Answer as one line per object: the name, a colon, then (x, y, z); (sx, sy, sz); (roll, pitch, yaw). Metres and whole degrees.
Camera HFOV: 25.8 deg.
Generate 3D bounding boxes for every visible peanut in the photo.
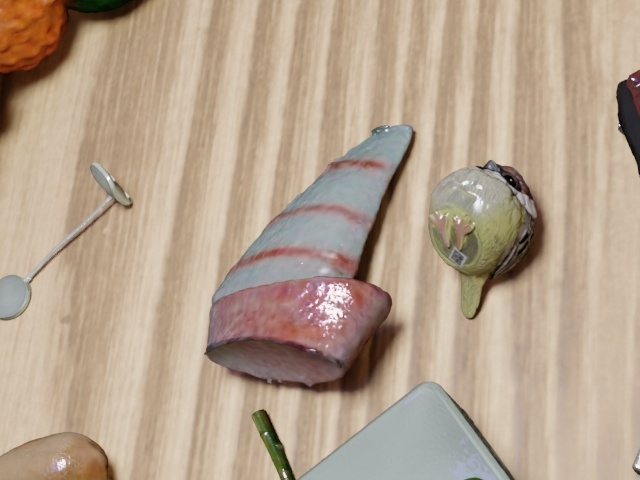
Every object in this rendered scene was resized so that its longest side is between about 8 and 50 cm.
peanut: (-0.266, 0.225, 1.329); (0.152, 0.076, 0.076); (-11, 61, 25)

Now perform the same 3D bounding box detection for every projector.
projector: (0.095, 0.269, 1.119); (0.192, 0.099, 0.256); (-38, 56, 2)

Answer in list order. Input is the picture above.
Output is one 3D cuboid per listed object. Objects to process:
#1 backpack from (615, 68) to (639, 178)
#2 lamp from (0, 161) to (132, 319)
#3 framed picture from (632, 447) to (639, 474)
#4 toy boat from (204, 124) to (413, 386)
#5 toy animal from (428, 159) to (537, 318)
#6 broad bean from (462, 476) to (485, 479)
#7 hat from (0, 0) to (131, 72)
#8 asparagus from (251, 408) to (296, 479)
backpack: (0.337, -0.112, 1.192); (0.165, 0.106, 0.120); (-28, 52, 15)
lamp: (-0.283, 0.003, 1.468); (0.198, 0.056, 0.050); (-45, 58, 3)
framed picture: (0.387, 0.097, 1.116); (0.192, 0.018, 0.265); (18, 74, 30)
toy boat: (0.000, 0.000, 1.322); (0.206, 0.096, 0.282); (-3, 54, 40)
toy animal: (0.149, -0.005, 1.255); (0.098, 0.137, 0.098); (-7, 23, 3)
broad bean: (0.060, 0.257, 1.054); (0.061, 0.046, 0.195); (27, 84, 21)
hat: (-0.396, -0.290, 1.553); (0.400, 0.285, 0.285); (-39, 54, -10)
asparagus: (-0.034, 0.207, 1.262); (0.015, 0.018, 0.127); (-55, 46, 35)
